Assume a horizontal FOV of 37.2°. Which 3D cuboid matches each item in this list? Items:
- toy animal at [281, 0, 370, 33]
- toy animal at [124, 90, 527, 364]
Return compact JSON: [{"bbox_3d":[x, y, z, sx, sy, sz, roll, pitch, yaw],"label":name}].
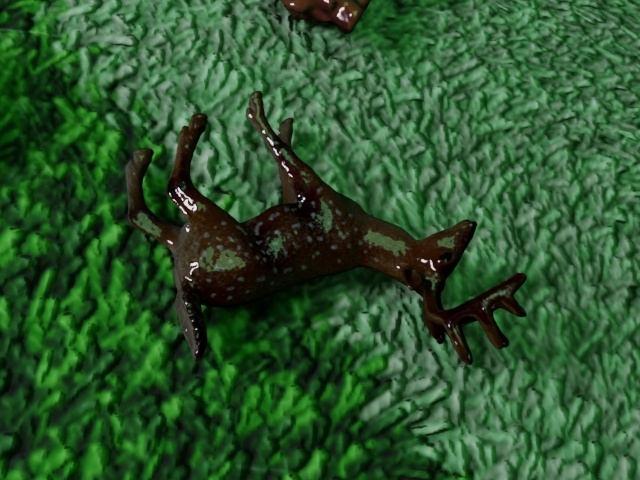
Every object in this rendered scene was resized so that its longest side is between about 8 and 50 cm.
[{"bbox_3d":[-0.009,-0.318,0.912,0.157,0.097,0.312,-16,62,-22],"label":"toy animal"},{"bbox_3d":[-0.002,0.009,0.704,0.243,0.087,0.260,-23,68,-17],"label":"toy animal"}]
